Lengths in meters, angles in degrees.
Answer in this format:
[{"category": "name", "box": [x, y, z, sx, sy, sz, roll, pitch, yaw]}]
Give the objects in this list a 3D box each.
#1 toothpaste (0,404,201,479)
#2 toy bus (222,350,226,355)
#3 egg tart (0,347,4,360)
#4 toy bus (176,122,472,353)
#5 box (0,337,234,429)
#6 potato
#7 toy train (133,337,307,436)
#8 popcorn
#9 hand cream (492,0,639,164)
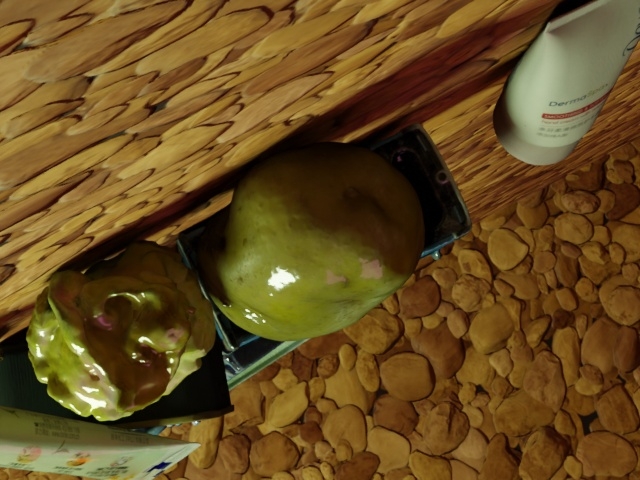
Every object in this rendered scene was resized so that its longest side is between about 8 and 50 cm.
[{"category": "toothpaste", "box": [-0.238, 0.165, 1.595, 0.314, 0.056, 0.058, 16, -179, -44]}, {"category": "toy bus", "box": [-0.058, 0.046, 1.945, 0.194, 0.089, 0.087, -27, 173, -17]}, {"category": "egg tart", "box": [-0.313, 0.131, 1.615, 0.130, 0.052, 0.130, -31, 173, -4]}, {"category": "toy bus", "box": [0.000, 0.000, 1.674, 0.234, 0.116, 0.133, -26, 175, -10]}, {"category": "box", "box": [-0.185, 0.124, 1.728, 0.201, 0.090, 0.144, -9, 177, 6]}, {"category": "potato", "box": [-0.004, 0.001, 1.490, 0.154, 0.137, 0.200, -35, 173, -32]}, {"category": "toy train", "box": [-0.144, 0.124, 2.131, 0.202, 0.131, 0.299, -34, 179, -31]}, {"category": "popcorn", "box": [-0.154, 0.070, 1.486, 0.145, 0.126, 0.126, -16, -173, 10]}, {"category": "hand cream", "box": [0.214, -0.150, 1.614, 0.133, 0.083, 0.248, -30, 166, -18]}]
